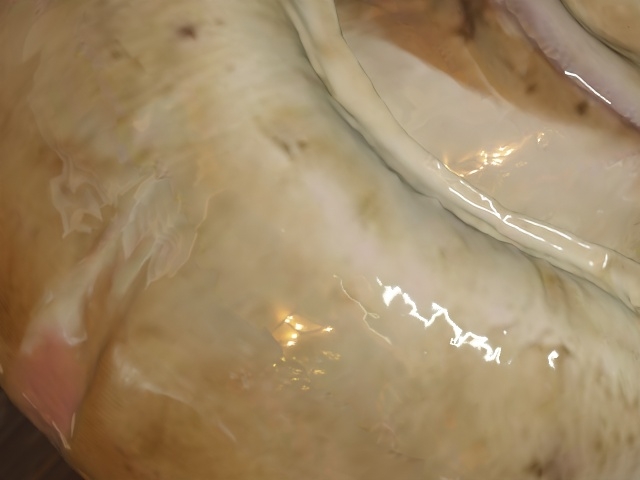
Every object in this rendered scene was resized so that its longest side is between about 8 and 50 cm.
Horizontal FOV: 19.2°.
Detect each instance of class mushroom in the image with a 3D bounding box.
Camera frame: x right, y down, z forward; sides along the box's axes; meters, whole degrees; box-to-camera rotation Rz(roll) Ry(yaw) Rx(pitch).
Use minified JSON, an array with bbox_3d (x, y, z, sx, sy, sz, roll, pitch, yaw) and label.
[{"bbox_3d":[0.006,-0.012,0.514,0.255,0.184,0.255,30,38,-27],"label":"mushroom"}]
